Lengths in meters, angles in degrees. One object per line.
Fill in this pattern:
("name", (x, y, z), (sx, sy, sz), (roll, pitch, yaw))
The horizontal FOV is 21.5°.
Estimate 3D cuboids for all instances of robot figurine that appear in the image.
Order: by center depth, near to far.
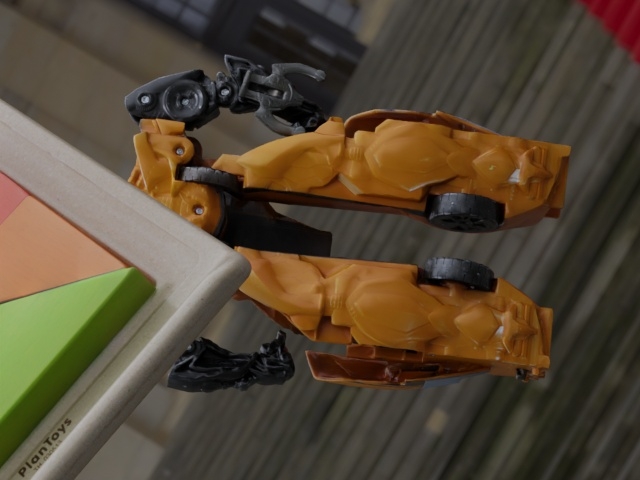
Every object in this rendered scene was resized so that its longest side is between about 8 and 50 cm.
("robot figurine", (0.000, 0.000, 1.035), (0.085, 0.291, 0.211), (80, -162, -76))

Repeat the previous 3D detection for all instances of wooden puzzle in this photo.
("wooden puzzle", (-0.170, 0.045, 0.717), (0.221, 0.239, 0.044), (-50, -46, -10))
